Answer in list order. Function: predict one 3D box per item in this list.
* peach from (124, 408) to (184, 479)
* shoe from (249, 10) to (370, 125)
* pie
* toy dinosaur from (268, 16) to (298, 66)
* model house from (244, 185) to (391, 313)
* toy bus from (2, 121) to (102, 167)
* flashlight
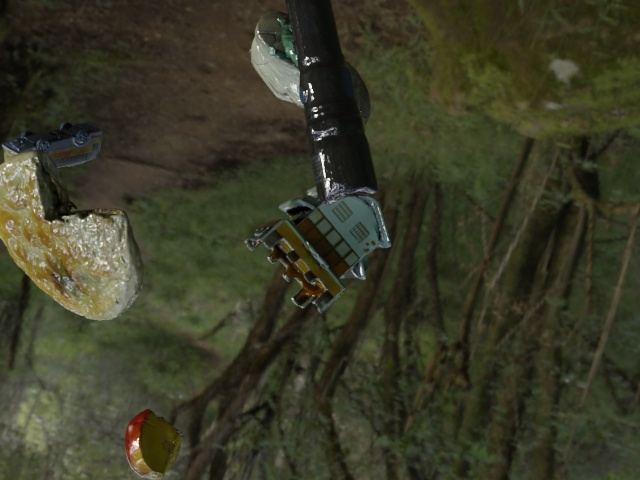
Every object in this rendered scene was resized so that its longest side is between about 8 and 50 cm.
[{"bbox_3d":[-0.372,0.447,1.873,0.118,0.151,0.151,12,171,15],"label":"peach"},{"bbox_3d":[-0.033,-0.378,2.029,0.342,0.132,0.210,43,163,-9],"label":"shoe"},{"bbox_3d":[-0.430,0.008,1.444,0.337,0.075,0.338,20,130,26],"label":"pie"},{"bbox_3d":[-0.022,-0.354,1.764,0.120,0.292,0.079,-2,149,-33],"label":"toy dinosaur"},{"bbox_3d":[0.000,0.000,1.653,0.198,0.215,0.224,52,167,-7],"label":"model house"},{"bbox_3d":[-0.510,-0.176,1.644,0.064,0.075,0.190,26,-149,33],"label":"toy bus"},{"bbox_3d":[0.000,-0.267,1.292,0.103,0.424,0.103,-12,178,0],"label":"flashlight"}]
